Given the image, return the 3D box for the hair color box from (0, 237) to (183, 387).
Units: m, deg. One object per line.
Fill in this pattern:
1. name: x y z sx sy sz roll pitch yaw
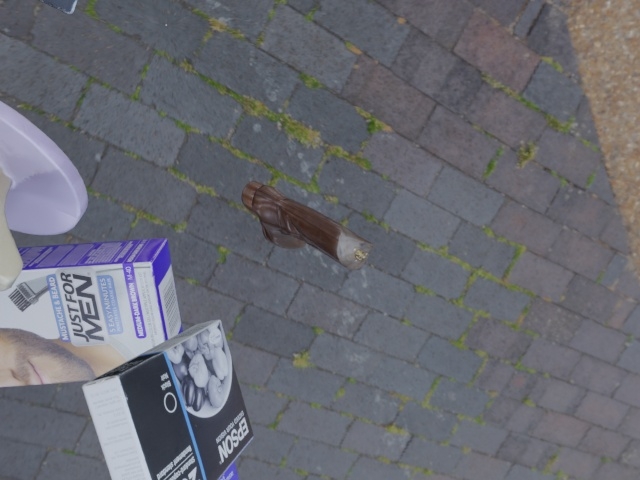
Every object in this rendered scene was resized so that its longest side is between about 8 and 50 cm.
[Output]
1. hair color box: -0.388 0.107 0.806 0.339 0.110 0.185 -4 111 1

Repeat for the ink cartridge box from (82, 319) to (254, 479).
1. ink cartridge box: -0.134 0.207 0.568 0.045 0.206 0.208 -14 92 16

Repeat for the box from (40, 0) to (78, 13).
1. box: -0.219 -0.262 0.353 0.158 0.093 0.156 16 111 -39

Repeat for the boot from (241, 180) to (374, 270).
1. boot: 0.000 0.000 0.447 0.037 0.114 0.106 -60 147 -7

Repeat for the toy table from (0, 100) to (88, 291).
1. toy table: -0.428 -0.064 0.626 0.274 0.161 0.252 26 127 -13
